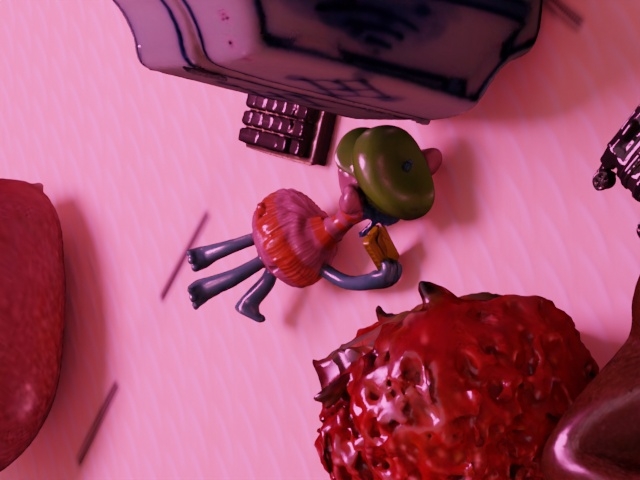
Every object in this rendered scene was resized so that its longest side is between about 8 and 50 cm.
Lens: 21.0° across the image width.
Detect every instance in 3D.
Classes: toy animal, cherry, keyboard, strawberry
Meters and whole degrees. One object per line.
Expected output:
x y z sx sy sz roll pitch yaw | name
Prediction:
0.000 0.000 1.200 0.208 0.100 0.103 -31 82 33 | toy animal
-0.330 0.076 1.479 0.261 0.221 0.307 25 84 47 | cherry
0.004 -0.216 1.280 0.106 0.027 0.317 17 95 51 | keyboard
0.086 0.121 1.006 0.187 0.184 0.201 -22 87 37 | strawberry

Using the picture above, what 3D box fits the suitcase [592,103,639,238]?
0.217 -0.063 0.950 0.059 0.086 0.126 50 122 25 | suitcase

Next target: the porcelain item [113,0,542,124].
0.009 -0.224 1.077 0.157 0.281 0.285 1 81 52 | porcelain item

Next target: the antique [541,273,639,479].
0.224 0.084 0.890 0.143 0.121 0.256 37 104 38 | antique
